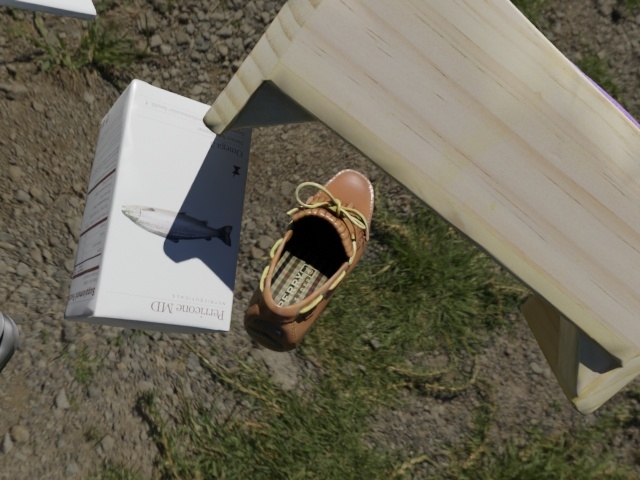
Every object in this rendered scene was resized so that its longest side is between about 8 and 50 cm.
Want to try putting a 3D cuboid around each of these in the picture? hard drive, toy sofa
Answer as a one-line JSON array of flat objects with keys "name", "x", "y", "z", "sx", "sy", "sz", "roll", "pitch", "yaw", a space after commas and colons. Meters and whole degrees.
[{"name": "hard drive", "x": -0.706, "y": -0.651, "z": 1.361, "sx": 0.307, "sy": 0.040, "sz": 0.203, "roll": -27, "pitch": 94, "yaw": -62}, {"name": "toy sofa", "x": 0.116, "y": -0.059, "z": 0.412, "sx": 0.362, "sy": 0.150, "sz": 0.177, "roll": 36, "pitch": 109, "yaw": -12}]

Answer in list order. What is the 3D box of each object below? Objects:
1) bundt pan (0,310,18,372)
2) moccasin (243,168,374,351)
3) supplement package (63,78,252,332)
[{"name": "bundt pan", "x": -0.661, "y": 0.115, "z": 0.966, "sx": 0.331, "sy": 0.331, "sz": 0.124, "roll": 42, "pitch": 66, "yaw": -10}, {"name": "moccasin", "x": -0.003, "y": -0.002, "z": 0.910, "sx": 0.139, "sy": 0.147, "sz": 0.380, "roll": 33, "pitch": 47, "yaw": 8}, {"name": "supplement package", "x": -0.131, "y": -0.018, "z": 0.463, "sx": 0.105, "sy": 0.105, "sz": 0.179, "roll": 13, "pitch": 74, "yaw": -33}]
